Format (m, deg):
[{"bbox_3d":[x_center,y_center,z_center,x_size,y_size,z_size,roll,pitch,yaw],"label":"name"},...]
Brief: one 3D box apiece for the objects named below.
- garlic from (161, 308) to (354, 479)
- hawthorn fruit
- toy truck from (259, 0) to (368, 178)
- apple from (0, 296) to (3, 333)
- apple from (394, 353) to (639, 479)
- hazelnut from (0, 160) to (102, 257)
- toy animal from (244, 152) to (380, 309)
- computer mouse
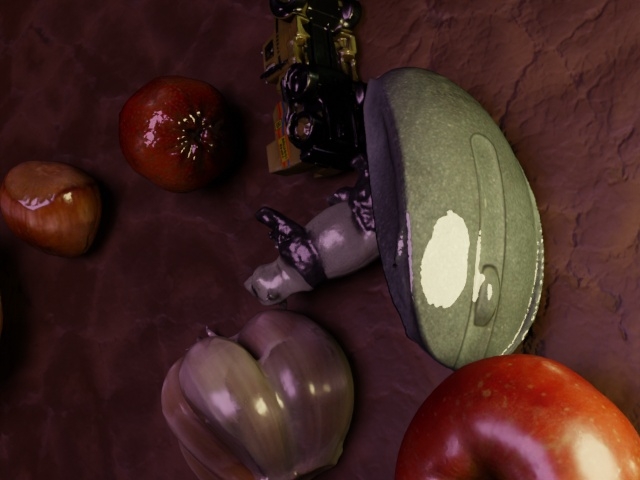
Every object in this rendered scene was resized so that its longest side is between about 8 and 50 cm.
[{"bbox_3d":[-0.083,0.207,1.391,0.292,0.210,0.237,64,150,21],"label":"garlic"},{"bbox_3d":[-0.206,-0.151,1.525,0.194,0.157,0.157,26,97,58],"label":"hawthorn fruit"},{"bbox_3d":[-0.014,-0.210,1.415,0.127,0.127,0.257,-19,70,46],"label":"toy truck"},{"bbox_3d":[-0.627,0.114,1.680,0.299,0.299,0.275,-19,99,30],"label":"apple"},{"bbox_3d":[0.204,0.251,1.120,0.260,0.216,0.260,-6,79,33],"label":"apple"},{"bbox_3d":[-0.400,-0.043,1.638,0.150,0.150,0.150,-7,78,33],"label":"hazelnut"},{"bbox_3d":[0.000,0.000,1.365,0.225,0.094,0.121,-29,64,5],"label":"toy animal"},{"bbox_3d":[0.148,-0.042,1.226,0.114,0.203,0.374,-33,59,42],"label":"computer mouse"}]
